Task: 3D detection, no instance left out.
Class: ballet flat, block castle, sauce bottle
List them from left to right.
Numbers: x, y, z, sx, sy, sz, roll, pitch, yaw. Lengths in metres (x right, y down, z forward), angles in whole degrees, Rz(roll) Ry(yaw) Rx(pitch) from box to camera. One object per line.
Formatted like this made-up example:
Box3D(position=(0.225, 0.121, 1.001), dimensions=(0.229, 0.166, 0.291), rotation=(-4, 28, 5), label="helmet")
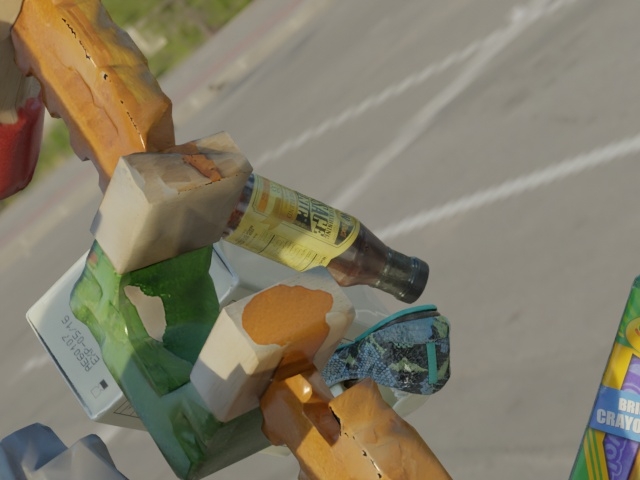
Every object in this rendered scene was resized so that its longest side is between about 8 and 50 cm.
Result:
Box3D(position=(-0.150, 0.092, 0.736), dimensions=(0.303, 0.453, 0.213), rotation=(-20, -27, -36), label="block castle")
Box3D(position=(0.000, 0.000, 0.983), dimensions=(0.042, 0.128, 0.042), rotation=(-49, 29, 39), label="sauce bottle")
Box3D(position=(0.035, 0.090, 1.180), dimensions=(0.070, 0.070, 0.188), rotation=(-45, 3, -20), label="ballet flat")

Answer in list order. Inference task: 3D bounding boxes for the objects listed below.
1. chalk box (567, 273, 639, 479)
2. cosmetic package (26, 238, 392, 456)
Box3D(position=(0.335, 0.108, 1.406), dimensions=(0.180, 0.179, 0.289), rotation=(-28, -41, -54), label="chalk box")
Box3D(position=(-0.071, 0.072, 1.419), dimensions=(0.160, 0.113, 0.309), rotation=(-43, -25, 11), label="cosmetic package")
